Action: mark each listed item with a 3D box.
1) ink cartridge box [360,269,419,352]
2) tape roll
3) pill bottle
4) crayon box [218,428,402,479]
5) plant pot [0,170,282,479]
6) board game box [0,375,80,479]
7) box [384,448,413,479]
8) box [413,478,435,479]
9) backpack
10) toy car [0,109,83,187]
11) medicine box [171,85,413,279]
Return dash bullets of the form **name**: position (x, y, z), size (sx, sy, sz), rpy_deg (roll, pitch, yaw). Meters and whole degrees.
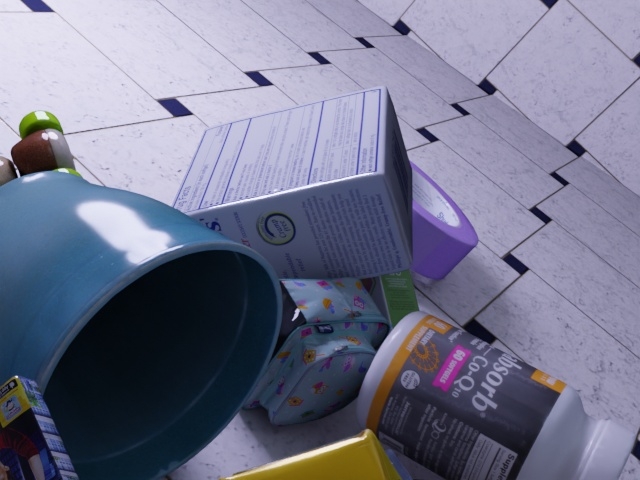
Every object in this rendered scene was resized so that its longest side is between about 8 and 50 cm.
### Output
- **ink cartridge box**: position (0.071, 0.068, 1.135), size (0.062, 0.109, 0.209), rpy_deg (5, 63, -36)
- **tape roll**: position (0.147, -0.059, 1.437), size (0.275, 0.090, 0.274), rpy_deg (37, 20, -16)
- **pill bottle**: position (0.193, 0.206, 0.918), size (0.279, 0.162, 0.162), rpy_deg (26, 26, 21)
- **crayon box**: position (0.068, 0.331, 0.527), size (0.363, 0.106, 0.313), rpy_deg (65, 4, -56)
- **plant pot**: position (-0.221, 0.061, 0.806), size (0.255, 0.271, 0.272), rpy_deg (35, 26, 34)
- **board game box**: position (-0.235, 0.235, 0.586), size (0.194, 0.194, 0.060), rpy_deg (54, 8, 27)
- **box**: position (-0.044, 0.277, 0.708), size (0.233, 0.183, 0.059), rpy_deg (1, 42, -44)
- **box**: position (0.179, 0.403, 0.842), size (0.257, 0.079, 0.322), rpy_deg (11, 36, -30)
- **backpack**: position (-0.007, 0.128, 0.985), size (0.188, 0.165, 0.144), rpy_deg (-10, 50, -47)
- **toy car**: position (-0.382, -0.049, 0.976), size (0.189, 0.148, 0.155), rpy_deg (-18, 46, -19)
- **medicine box**: position (-0.031, -0.065, 1.111), size (0.263, 0.290, 0.149), rpy_deg (-81, 156, -56)
